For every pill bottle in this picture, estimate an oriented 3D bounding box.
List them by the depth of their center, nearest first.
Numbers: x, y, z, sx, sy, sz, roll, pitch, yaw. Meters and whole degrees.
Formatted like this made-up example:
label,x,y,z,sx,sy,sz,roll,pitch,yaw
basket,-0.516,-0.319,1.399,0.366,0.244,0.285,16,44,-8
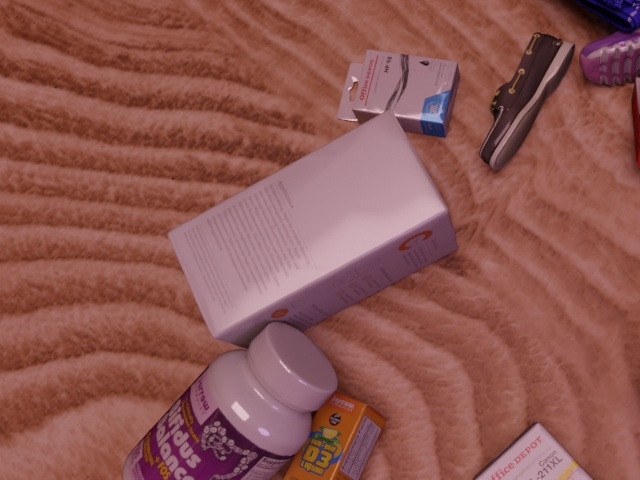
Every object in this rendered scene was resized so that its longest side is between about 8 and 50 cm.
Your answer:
label,x,y,z,sx,sy,sz,roll,pitch,yaw
pill bottle,-0.119,0.257,1.109,0.169,0.169,0.301,47,107,18

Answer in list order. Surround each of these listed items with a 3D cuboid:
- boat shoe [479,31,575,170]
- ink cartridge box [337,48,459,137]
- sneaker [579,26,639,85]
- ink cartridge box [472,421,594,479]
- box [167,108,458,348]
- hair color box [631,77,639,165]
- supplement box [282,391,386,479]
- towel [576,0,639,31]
label,x,y,z,sx,sy,sz,roll,pitch,yaw
boat shoe,0.292,-0.207,1.207,0.068,0.081,0.228,30,78,21
ink cartridge box,0.115,-0.230,1.260,0.180,0.060,0.104,11,80,15
sneaker,0.483,-0.307,1.182,0.236,0.095,0.104,-19,67,3
ink cartridge box,0.302,0.346,1.075,0.127,0.072,0.175,-43,72,2
box,0.000,0.000,1.152,0.345,0.215,0.168,-28,72,5
hair color box,0.477,-0.167,1.140,0.072,0.043,0.141,2,51,13
supplement box,0.002,0.327,1.117,0.078,0.080,0.233,12,65,37
towel,0.471,-0.456,1.180,0.308,0.076,0.227,-41,54,-6
